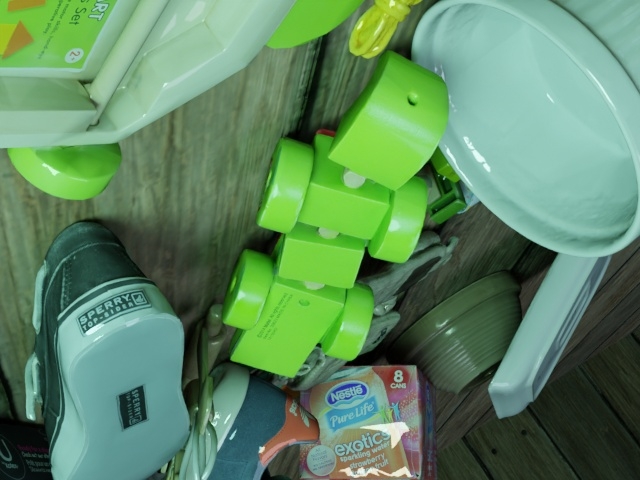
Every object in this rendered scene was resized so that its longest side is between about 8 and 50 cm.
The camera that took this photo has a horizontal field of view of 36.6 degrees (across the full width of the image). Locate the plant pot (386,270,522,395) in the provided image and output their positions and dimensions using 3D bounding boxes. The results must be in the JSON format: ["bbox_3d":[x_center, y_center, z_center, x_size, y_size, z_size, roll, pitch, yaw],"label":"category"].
[{"bbox_3d":[0.227,0.158,1.479,0.237,0.109,0.237,-31,161,-12],"label":"plant pot"}]

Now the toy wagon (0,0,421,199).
[{"bbox_3d":[-0.078,-0.123,0.410,0.344,0.068,0.267,-11,150,-49],"label":"toy wagon"}]

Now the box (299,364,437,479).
[{"bbox_3d":[0.074,0.253,1.309,0.154,0.142,0.300,-2,166,12],"label":"box"}]

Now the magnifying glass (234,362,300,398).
[{"bbox_3d":[-0.060,0.167,1.176,0.092,0.026,0.231,-35,159,-1],"label":"magnifying glass"}]

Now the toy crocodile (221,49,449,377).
[{"bbox_3d":[0.000,0.000,0.756,0.115,0.105,0.340,15,139,-8],"label":"toy crocodile"}]

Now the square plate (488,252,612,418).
[{"bbox_3d":[0.352,0.102,1.425,0.344,0.049,0.347,-60,161,-9],"label":"square plate"}]

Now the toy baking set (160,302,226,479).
[{"bbox_3d":[-0.110,0.159,0.872,0.030,0.196,0.256,12,139,-13],"label":"toy baking set"}]

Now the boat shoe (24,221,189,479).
[{"bbox_3d":[-0.170,0.102,0.732,0.113,0.105,0.306,-22,151,-20],"label":"boat shoe"}]

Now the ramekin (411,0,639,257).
[{"bbox_3d":[0.171,-0.101,0.665,0.109,0.207,0.207,-38,162,-19],"label":"ramekin"}]

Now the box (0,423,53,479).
[{"bbox_3d":[-0.332,0.278,0.825,0.247,0.142,0.163,-34,162,2],"label":"box"}]

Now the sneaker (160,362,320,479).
[{"bbox_3d":[-0.116,0.308,1.063,0.350,0.148,0.131,-61,-170,20],"label":"sneaker"}]

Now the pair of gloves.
[{"bbox_3d":[0.045,0.080,1.087,0.204,0.042,0.240,-26,158,-44],"label":"pair of gloves"}]

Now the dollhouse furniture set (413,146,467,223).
[{"bbox_3d":[0.069,-0.070,0.830,0.076,0.058,0.152,-36,142,26],"label":"dollhouse furniture set"}]

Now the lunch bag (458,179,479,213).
[{"bbox_3d":[0.153,-0.068,0.922,0.071,0.053,0.083,-27,150,-25],"label":"lunch bag"}]

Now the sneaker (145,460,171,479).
[{"bbox_3d":[-0.220,0.327,1.217,0.234,0.078,0.106,-6,149,-46],"label":"sneaker"}]
